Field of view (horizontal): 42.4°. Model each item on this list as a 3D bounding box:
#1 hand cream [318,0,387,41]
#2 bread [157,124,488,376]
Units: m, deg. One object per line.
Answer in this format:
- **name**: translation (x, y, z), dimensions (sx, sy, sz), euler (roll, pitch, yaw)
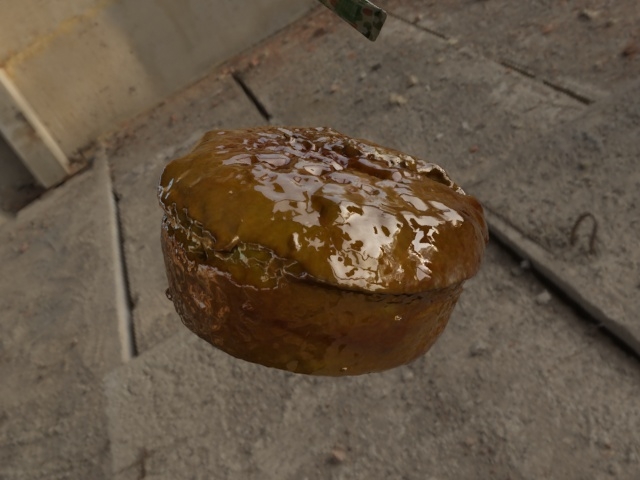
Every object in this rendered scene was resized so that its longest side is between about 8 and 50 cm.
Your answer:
- **hand cream**: translation (0.015, -0.328, 1.094), dimensions (0.037, 0.165, 0.057), euler (-49, -6, -31)
- **bread**: translation (0.003, -0.001, 0.766), dimensions (0.312, 0.172, 0.312), euler (9, 25, -4)
